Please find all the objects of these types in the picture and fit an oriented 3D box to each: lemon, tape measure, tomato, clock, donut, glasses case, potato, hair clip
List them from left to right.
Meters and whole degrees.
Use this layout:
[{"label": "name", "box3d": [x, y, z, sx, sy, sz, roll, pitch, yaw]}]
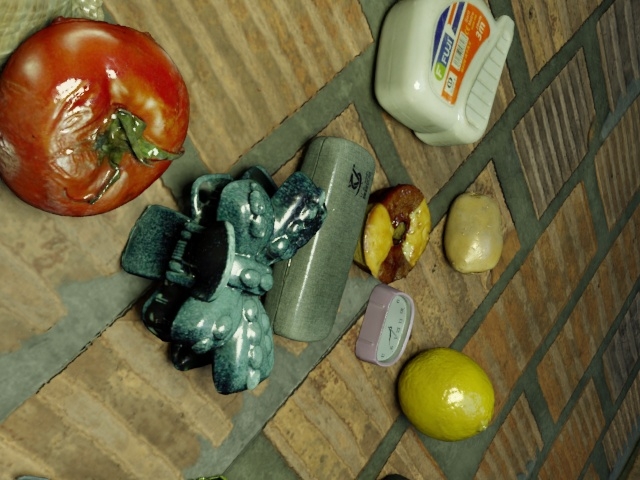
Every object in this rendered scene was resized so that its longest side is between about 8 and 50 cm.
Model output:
[{"label": "tomato", "box3d": [-0.231, -0.113, 0.583, 0.227, 0.101, 0.228, -35, 150, -24]}, {"label": "hair clip", "box3d": [-0.125, 0.036, 0.724, 0.206, 0.194, 0.311, 29, 78, -53]}, {"label": "glasses case", "box3d": [0.000, 0.000, 0.868, 0.131, 0.074, 0.324, 17, 87, -56]}, {"label": "donut", "box3d": [0.121, -0.014, 0.983, 0.166, 0.073, 0.184, 47, 68, -36]}, {"label": "clock", "box3d": [0.133, 0.166, 1.046, 0.110, 0.050, 0.153, 19, 87, -42]}, {"label": "tape measure", "box3d": [0.218, -0.315, 0.971, 0.265, 0.130, 0.259, 24, 81, -36]}, {"label": "lemon", "box3d": [0.249, 0.307, 1.082, 0.178, 0.203, 0.179, -19, 126, -28]}, {"label": "potato", "box3d": [0.318, -0.016, 1.132, 0.109, 0.118, 0.178, 50, 46, -74]}]

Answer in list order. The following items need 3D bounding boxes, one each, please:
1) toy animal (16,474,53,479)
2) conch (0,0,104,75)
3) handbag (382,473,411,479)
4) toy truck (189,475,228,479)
[{"label": "toy animal", "box3d": [-0.353, 0.415, 0.663, 0.255, 0.176, 0.239, 27, 76, -7]}, {"label": "conch", "box3d": [-0.334, -0.265, 0.450, 0.352, 0.210, 0.297, 23, 92, -40]}, {"label": "handbag", "box3d": [0.138, 0.613, 1.063, 0.181, 0.181, 0.255, -11, 104, -41]}, {"label": "toy truck", "box3d": [-0.162, 0.448, 0.833, 0.100, 0.077, 0.169, 2, 97, -38]}]
